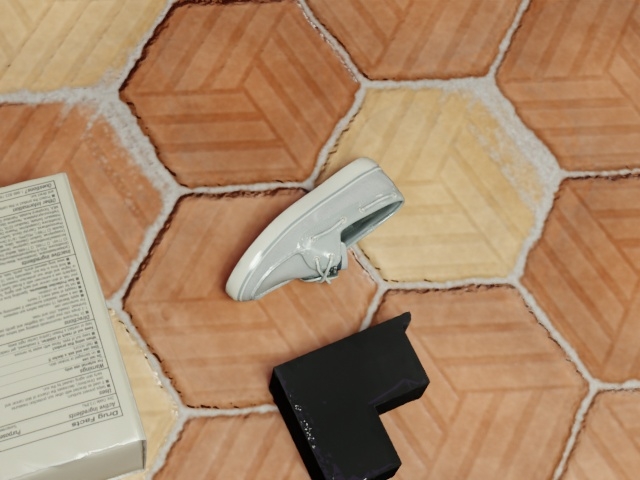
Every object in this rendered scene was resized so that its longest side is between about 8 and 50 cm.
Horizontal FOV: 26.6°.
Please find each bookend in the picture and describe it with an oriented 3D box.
[{"bbox_3d":[0.050,0.178,1.382,0.157,0.072,0.156,-22,71,-15],"label":"bookend"}]

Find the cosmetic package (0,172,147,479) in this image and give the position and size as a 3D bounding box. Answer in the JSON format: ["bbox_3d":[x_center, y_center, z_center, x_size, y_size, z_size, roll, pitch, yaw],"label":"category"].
[{"bbox_3d":[-0.284,0.101,1.355,0.153,0.129,0.296,-14,68,-12],"label":"cosmetic package"}]

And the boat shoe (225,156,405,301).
[{"bbox_3d":[0.000,0.000,1.451,0.227,0.079,0.081,-40,71,-22],"label":"boat shoe"}]
